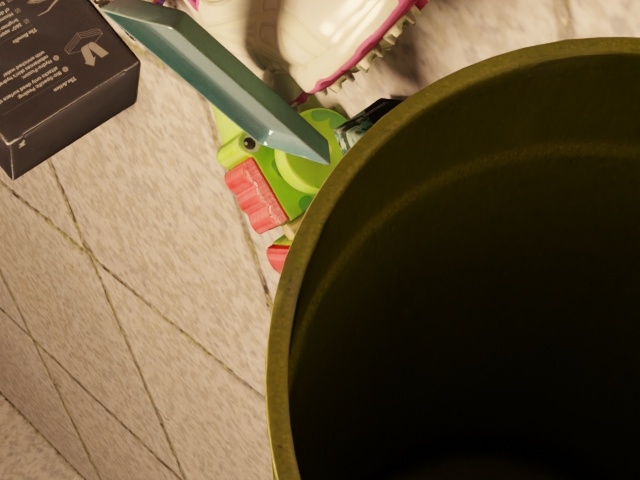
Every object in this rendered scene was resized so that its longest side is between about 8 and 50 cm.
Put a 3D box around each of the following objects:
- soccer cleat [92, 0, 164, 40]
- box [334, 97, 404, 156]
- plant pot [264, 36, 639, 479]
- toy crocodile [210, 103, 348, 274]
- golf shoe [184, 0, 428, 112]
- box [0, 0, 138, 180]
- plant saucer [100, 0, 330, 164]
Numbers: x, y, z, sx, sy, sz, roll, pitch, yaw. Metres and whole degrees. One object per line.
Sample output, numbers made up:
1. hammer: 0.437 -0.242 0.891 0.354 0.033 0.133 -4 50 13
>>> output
1. soccer cleat: -0.141 -0.234 1.179 0.108 0.116 0.318 46 178 -9
2. box: 0.153 0.026 0.983 0.322 0.058 0.232 13 134 57
3. plant pot: 0.131 0.149 0.751 0.366 0.366 0.353 48 154 17
4. toy crocodile: 0.000 0.000 1.199 0.340 0.105 0.115 59 158 -9
5. golf shoe: -0.016 -0.166 0.953 0.140 0.115 0.306 46 159 -11
6. box: -0.289 -0.172 1.479 0.158 0.156 0.093 50 159 12
7. plant saucer: -0.060 -0.101 0.959 0.067 0.018 0.192 20 168 36
